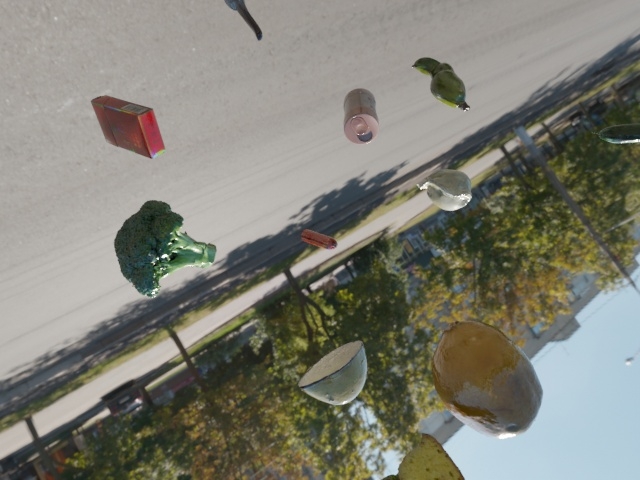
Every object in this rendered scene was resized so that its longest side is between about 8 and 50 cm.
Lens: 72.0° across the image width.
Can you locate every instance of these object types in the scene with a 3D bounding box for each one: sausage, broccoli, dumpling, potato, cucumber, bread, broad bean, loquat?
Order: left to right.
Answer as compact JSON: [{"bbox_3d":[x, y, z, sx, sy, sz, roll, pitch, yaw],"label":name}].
[{"bbox_3d":[-0.421,0.021,1.201,0.254,0.268,0.269,-66,163,15],"label":"broccoli"},{"bbox_3d":[0.000,0.000,1.097,0.034,0.034,0.129,-27,-152,-29],"label":"sausage"},{"bbox_3d":[0.052,0.365,1.159,0.182,0.117,0.202,-27,-176,36],"label":"potato"},{"bbox_3d":[0.206,0.436,0.754,0.103,0.187,0.065,-31,136,-7],"label":"bread"},{"bbox_3d":[0.241,-0.310,0.862,0.070,0.214,0.048,-6,131,-10],"label":"broad bean"},{"bbox_3d":[0.325,-0.141,1.162,0.188,0.127,0.108,-118,-130,-74],"label":"dumpling"},{"bbox_3d":[0.302,0.256,0.809,0.176,0.234,0.187,-34,180,18],"label":"loquat"},{"bbox_3d":[0.631,-0.213,0.873,0.039,0.039,0.167,-26,-160,-39],"label":"cucumber"}]

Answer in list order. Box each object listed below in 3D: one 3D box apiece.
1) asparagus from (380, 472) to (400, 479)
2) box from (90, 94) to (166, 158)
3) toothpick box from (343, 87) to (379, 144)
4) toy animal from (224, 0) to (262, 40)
[{"bbox_3d":[0.126,0.501,0.846,0.287,0.080,0.080,-32,174,-15],"label":"asparagus"},{"bbox_3d":[-0.455,-0.270,1.041,0.048,0.175,0.112,-46,145,-38],"label":"box"},{"bbox_3d":[0.113,-0.354,1.251,0.098,0.098,0.149,-36,-146,31],"label":"toothpick box"},{"bbox_3d":[-0.096,-0.515,0.740,0.324,0.195,0.090,-58,174,-10],"label":"toy animal"}]
